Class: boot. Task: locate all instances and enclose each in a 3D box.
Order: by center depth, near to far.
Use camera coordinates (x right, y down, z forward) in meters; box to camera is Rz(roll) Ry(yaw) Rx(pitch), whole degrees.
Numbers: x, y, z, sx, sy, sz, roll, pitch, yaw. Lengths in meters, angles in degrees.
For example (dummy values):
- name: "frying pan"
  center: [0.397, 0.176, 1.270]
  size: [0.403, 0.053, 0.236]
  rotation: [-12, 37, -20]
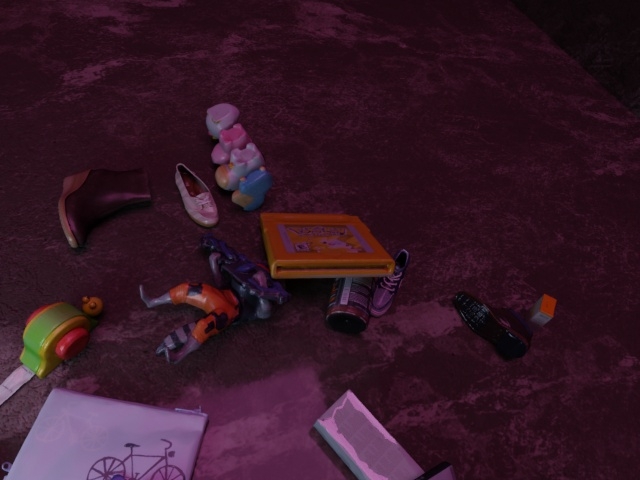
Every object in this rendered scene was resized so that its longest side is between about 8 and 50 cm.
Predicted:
- name: "boot"
  center: [-0.543, -0.098, 1.107]
  size: [0.207, 0.090, 0.248]
  rotation: [-10, 53, -17]
- name: "boot"
  center: [0.177, 0.105, 1.130]
  size: [0.069, 0.086, 0.190]
  rotation: [26, 52, 6]
- name: "boot"
  center: [0.460, 0.209, 1.146]
  size: [0.106, 0.082, 0.219]
  rotation: [-12, 50, -47]

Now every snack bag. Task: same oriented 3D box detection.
- name: "snack bag"
  center: [-0.400, 0.447, 0.767]
  size: [0.323, 0.037, 0.342]
  rotation: [12, 52, -5]

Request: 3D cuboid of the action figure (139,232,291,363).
- name: "action figure"
  center: [-0.236, 0.124, 1.010]
  size: [0.330, 0.178, 0.341]
  rotation: [-15, 33, -31]

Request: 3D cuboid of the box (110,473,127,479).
- name: "box"
  center: [-0.299, 0.505, 0.706]
  size: [0.225, 0.036, 0.136]
  rotation: [30, 52, 9]

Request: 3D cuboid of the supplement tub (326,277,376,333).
- name: "supplement tub"
  center: [0.082, 0.124, 1.083]
  size: [0.106, 0.106, 0.197]
  rotation: [17, 51, -1]

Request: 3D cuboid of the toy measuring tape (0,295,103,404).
- name: "toy measuring tape"
  center: [-0.569, 0.223, 0.845]
  size: [0.121, 0.121, 0.330]
  rotation: [33, 53, 12]

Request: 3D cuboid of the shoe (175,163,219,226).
- name: "shoe"
  center: [-0.348, -0.127, 1.196]
  size: [0.077, 0.058, 0.219]
  rotation: [-24, 62, -28]

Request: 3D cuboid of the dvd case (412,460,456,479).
- name: "dvd case"
  center: [0.167, 0.541, 0.782]
  size: [0.239, 0.030, 0.179]
  rotation: [-16, 90, -25]

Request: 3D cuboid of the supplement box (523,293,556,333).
- name: "supplement box"
  center: [0.582, 0.196, 1.151]
  size: [0.036, 0.098, 0.062]
  rotation: [27, 53, 12]

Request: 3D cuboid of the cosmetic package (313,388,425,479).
- name: "cosmetic package"
  center: [0.102, 0.433, 0.881]
  size: [0.099, 0.060, 0.239]
  rotation: [-33, 67, -32]

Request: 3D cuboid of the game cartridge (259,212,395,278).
- name: "game cartridge"
  center: [0.000, 0.000, 1.095]
  size: [0.286, 0.052, 0.323]
  rotation: [0, 25, -14]

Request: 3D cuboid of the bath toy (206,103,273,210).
- name: "bath toy"
  center: [-0.254, -0.254, 1.275]
  size: [0.151, 0.129, 0.348]
  rotation: [-23, 60, -6]
